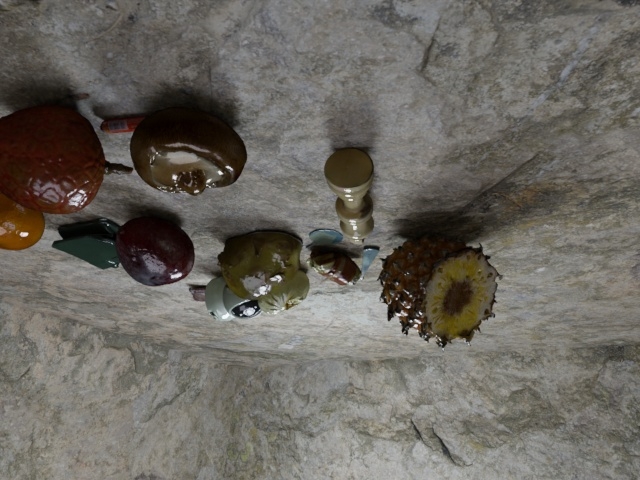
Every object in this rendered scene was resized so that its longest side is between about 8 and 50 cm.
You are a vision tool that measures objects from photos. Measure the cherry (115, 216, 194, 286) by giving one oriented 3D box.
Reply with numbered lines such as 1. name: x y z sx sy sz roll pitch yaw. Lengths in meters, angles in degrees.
1. cherry: -0.534 0.033 1.490 0.230 0.203 0.300 0 147 24

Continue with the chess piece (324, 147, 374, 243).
1. chess piece: 0.094 -0.090 1.251 0.117 0.117 0.397 0 156 9

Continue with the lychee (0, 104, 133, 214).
1. lychee: -0.581 -0.179 1.021 0.300 0.255 0.255 -13 166 -33

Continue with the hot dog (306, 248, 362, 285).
1. hot dog: 0.053 0.090 1.651 0.213 0.103 0.146 32 165 -29

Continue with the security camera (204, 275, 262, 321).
1. security camera: -0.328 0.228 1.898 0.236 0.194 0.194 -10 151 18

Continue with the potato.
1. potato: -0.199 0.100 1.596 0.300 0.196 0.246 -13 151 29

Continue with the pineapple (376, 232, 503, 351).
1. pineapple: 0.341 0.145 1.429 0.352 0.352 0.300 18 175 -27

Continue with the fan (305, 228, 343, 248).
1. fan: 0.000 0.000 1.566 0.113 0.005 0.175 20 149 -31

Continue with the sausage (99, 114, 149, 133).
1. sausage: -0.445 -0.262 1.052 0.129 0.034 0.034 -3 154 13

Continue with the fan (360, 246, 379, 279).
1. fan: 0.164 0.087 1.711 0.057 0.023 0.282 4 153 -4

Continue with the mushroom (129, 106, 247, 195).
1. mushroom: -0.293 -0.194 1.031 0.253 0.153 0.253 -5 156 -2

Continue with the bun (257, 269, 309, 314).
1. bun: -0.133 0.213 1.803 0.222 0.127 0.222 -23 137 -24

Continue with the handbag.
1. handbag: -0.768 0.022 1.649 0.248 0.079 0.260 -7 153 23

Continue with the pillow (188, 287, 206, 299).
1. pillow: -0.542 0.254 2.140 0.118 0.043 0.185 4 155 -4

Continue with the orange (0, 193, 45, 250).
1. orange: -0.941 -0.072 1.366 0.240 0.171 0.240 10 157 4
